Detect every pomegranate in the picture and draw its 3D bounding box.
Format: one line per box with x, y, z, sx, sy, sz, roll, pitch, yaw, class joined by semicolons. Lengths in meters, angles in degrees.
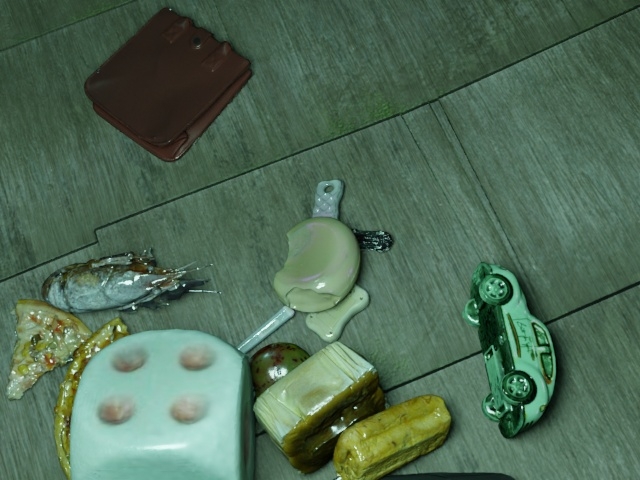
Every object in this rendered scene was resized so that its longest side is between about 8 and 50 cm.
-0.070;0.242;1.773;0.130;0.130;0.130;-2;67;6;pomegranate

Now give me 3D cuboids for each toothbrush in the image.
-0.184;0.232;1.836;0.342;0.030;0.025;-39;93;-10;toothbrush

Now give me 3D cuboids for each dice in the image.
-0.245;0.322;1.624;0.262;0.265;0.268;-2;38;2;dice

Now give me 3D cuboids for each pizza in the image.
-0.536;0.208;1.881;0.185;0.052;0.195;20;72;18;pizza
-0.396;0.284;1.814;0.161;0.085;0.305;8;70;9;pizza

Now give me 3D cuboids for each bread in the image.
0.010;0.288;1.702;0.210;0.192;0.110;-33;54;-10;bread
0.121;0.333;1.687;0.211;0.114;0.083;-17;50;-28;bread

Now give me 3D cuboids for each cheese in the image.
0.000;0.000;1.880;0.163;0.082;0.286;-7;50;18;cheese

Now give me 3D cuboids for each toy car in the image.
0.335;0.184;1.742;0.125;0.136;0.306;-3;65;-9;toy car
0.091;0.002;1.901;0.093;0.025;0.041;5;70;13;toy car

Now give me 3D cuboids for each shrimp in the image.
-0.353;0.077;1.872;0.343;0.145;0.116;-5;93;10;shrimp

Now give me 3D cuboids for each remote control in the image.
0.031;0.128;1.853;0.074;0.032;0.122;39;76;20;remote control

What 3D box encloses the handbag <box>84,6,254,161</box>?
-0.312;-0.324;2.059;0.260;0.084;0.275;36;76;22;handbag

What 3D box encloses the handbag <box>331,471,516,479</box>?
0.169;0.482;1.667;0.332;0.075;0.192;-3;65;8;handbag
